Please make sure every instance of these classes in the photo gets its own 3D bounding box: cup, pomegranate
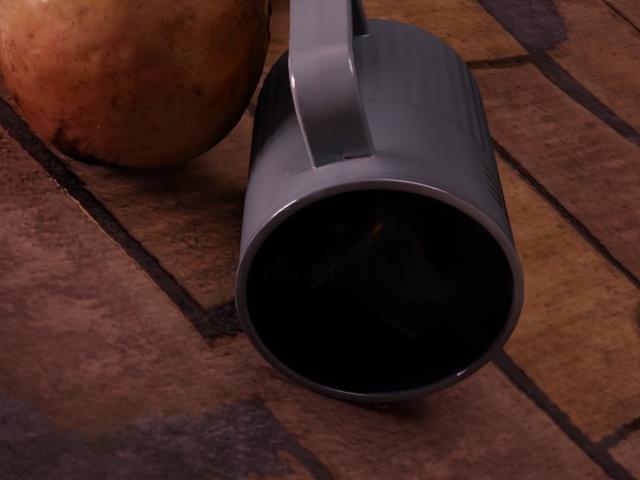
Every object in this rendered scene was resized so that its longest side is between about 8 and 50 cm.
[{"bbox_3d":[0.028,-0.061,1.438,0.331,0.257,0.311,40,27,-26],"label":"cup"},{"bbox_3d":[-0.189,-0.225,1.484,0.322,0.322,0.322,21,34,-15],"label":"pomegranate"}]
